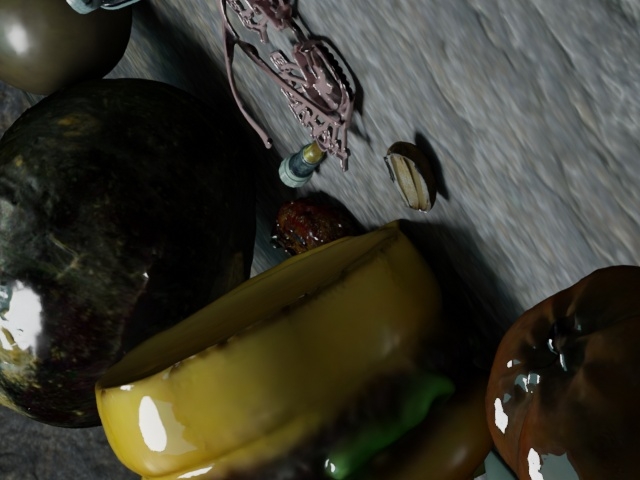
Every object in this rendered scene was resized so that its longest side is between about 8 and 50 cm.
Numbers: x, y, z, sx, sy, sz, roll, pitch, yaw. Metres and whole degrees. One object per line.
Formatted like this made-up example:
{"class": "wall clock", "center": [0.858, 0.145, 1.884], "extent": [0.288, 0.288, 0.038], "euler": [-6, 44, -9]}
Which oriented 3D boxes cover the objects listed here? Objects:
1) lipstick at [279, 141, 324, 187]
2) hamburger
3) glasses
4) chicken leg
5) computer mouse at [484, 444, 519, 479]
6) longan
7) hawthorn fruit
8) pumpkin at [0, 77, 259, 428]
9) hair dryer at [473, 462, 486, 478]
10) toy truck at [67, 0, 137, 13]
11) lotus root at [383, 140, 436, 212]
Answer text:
{"class": "lipstick", "center": [-0.016, -0.084, 1.925], "extent": [0.037, 0.037, 0.116], "euler": [55, 164, 0]}
{"class": "hamburger", "center": [-0.013, 0.182, 1.767], "extent": [0.277, 0.396, 0.396], "euler": [61, 168, -6]}
{"class": "glasses", "center": [-0.053, -0.168, 1.706], "extent": [0.255, 0.095, 0.162], "euler": [59, 173, -2]}
{"class": "chicken leg", "center": [0.000, 0.000, 2.016], "extent": [0.105, 0.063, 0.234], "euler": [53, 168, -15]}
{"class": "computer mouse", "center": [0.242, 0.325, 1.868], "extent": [0.288, 0.097, 0.159], "euler": [37, 160, 55]}
{"class": "longan", "center": [-0.347, -0.299, 2.218], "extent": [0.248, 0.248, 0.248], "euler": [52, 168, 16]}
{"class": "hawthorn fruit", "center": [0.232, 0.141, 1.246], "extent": [0.251, 0.199, 0.199], "euler": [46, 174, -29]}
{"class": "pumpkin", "center": [-0.261, 0.015, 2.176], "extent": [0.344, 0.454, 0.454], "euler": [14, 155, 13]}
{"class": "hair dryer", "center": [0.075, 0.171, 2.062], "extent": [0.278, 0.135, 0.090], "euler": [67, 166, -5]}
{"class": "toy truck", "center": [-0.230, -0.345, 1.643], "extent": [0.338, 0.133, 0.184], "euler": [34, -136, -51]}
{"class": "lotus root", "center": [0.085, -0.061, 1.599], "extent": [0.037, 0.030, 0.083], "euler": [12, 149, 26]}
